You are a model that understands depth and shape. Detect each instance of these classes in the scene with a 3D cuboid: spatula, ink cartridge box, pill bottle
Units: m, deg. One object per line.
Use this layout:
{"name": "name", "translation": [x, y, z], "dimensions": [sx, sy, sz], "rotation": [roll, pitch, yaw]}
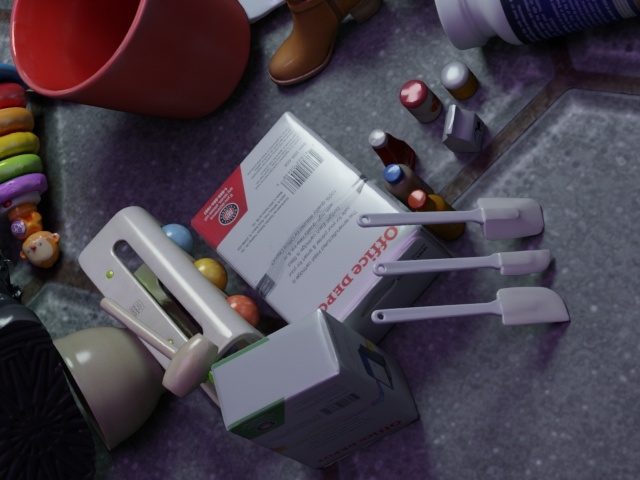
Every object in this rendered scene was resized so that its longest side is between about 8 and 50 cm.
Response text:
{"name": "spatula", "translation": [0.163, 0.025, 1.648], "dimensions": [0.242, 0.019, 0.168], "rotation": [-3, 68, -16]}
{"name": "ink cartridge box", "translation": [0.000, 0.000, 1.777], "dimensions": [0.197, 0.114, 0.273], "rotation": [-49, 56, 3]}
{"name": "ink cartridge box", "translation": [-0.004, 0.179, 1.652], "dimensions": [0.154, 0.212, 0.093], "rotation": [-29, 56, 17]}
{"name": "pill bottle", "translation": [0.280, -0.325, 1.727], "dimensions": [0.264, 0.153, 0.153], "rotation": [-13, 65, 24]}

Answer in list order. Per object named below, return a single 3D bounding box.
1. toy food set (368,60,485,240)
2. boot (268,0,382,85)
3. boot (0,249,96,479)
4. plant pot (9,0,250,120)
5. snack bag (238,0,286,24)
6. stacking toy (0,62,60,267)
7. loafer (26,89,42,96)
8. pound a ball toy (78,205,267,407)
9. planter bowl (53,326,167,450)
{"name": "toy food set", "translation": [0.129, -0.125, 1.760], "dimensions": [0.111, 0.104, 0.232], "rotation": [2, 72, 29]}
{"name": "boot", "translation": [-0.023, -0.307, 1.886], "dimensions": [0.197, 0.152, 0.073], "rotation": [-43, 57, 8]}
{"name": "boot", "translation": [-0.465, 0.139, 1.927], "dimensions": [0.146, 0.367, 0.445], "rotation": [-18, 36, -26]}
{"name": "plant pot", "translation": [-0.245, -0.290, 1.929], "dimensions": [0.275, 0.243, 0.275], "rotation": [-12, 71, 37]}
{"name": "snack bag", "translation": [-0.010, -0.492, 2.023], "dimensions": [0.342, 0.037, 0.323], "rotation": [-30, 59, 15]}
{"name": "stacking toy", "translation": [-0.459, -0.095, 2.046], "dimensions": [0.175, 0.166, 0.302], "rotation": [-27, 83, 13]}
{"name": "loafer", "translation": [-0.412, -0.250, 2.141], "dimensions": [0.148, 0.050, 0.056], "rotation": [3, 72, 30]}
{"name": "pound a ball toy", "translation": [-0.178, 0.078, 1.789], "dimensions": [0.136, 0.208, 0.319], "rotation": [-46, 56, 1]}
{"name": "planter bowl", "translation": [-0.267, 0.177, 1.844], "dimensions": [0.109, 0.162, 0.162], "rotation": [-29, 56, -14]}
